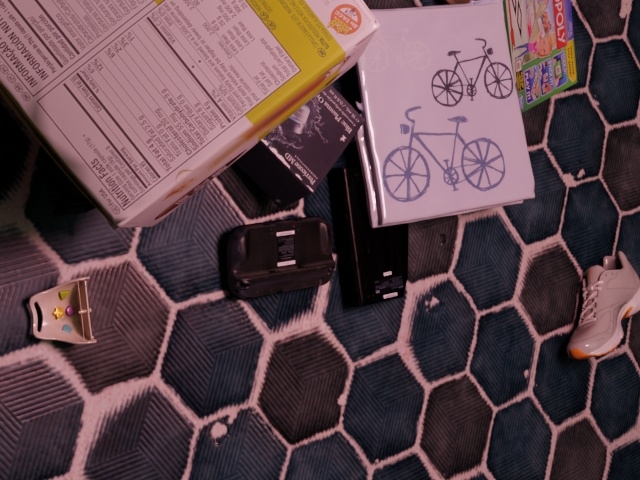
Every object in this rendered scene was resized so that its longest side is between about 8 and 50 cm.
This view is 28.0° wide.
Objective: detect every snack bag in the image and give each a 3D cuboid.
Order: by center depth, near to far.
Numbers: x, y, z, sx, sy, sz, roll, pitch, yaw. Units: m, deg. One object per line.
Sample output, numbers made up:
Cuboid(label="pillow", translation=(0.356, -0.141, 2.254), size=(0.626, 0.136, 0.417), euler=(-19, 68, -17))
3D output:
Cuboid(label="snack bag", translation=(0.183, -0.206, 2.000), size=(0.323, 0.037, 0.342), euler=(-11, 92, -32))

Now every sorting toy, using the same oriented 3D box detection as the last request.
Cuboid(label="sorting toy", translation=(-0.323, 0.090, 1.588), size=(0.075, 0.045, 0.083), euler=(-7, 93, -36))

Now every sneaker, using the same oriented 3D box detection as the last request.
Cuboid(label="sneaker", translation=(0.502, 0.117, 2.338), size=(0.262, 0.099, 0.121), euler=(-43, 109, -44))

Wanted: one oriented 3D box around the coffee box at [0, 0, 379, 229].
Cuboid(label="coffee box", translation=(-0.179, -0.238, 1.395), size=(0.334, 0.337, 0.338), euler=(-39, 92, -1))

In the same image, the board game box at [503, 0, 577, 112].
Cuboid(label="board game box", translation=(0.360, -0.397, 2.208), size=(0.213, 0.046, 0.317), euler=(-29, 118, -43))

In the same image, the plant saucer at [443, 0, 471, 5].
Cuboid(label="plant saucer", translation=(0.243, -0.508, 2.154), size=(0.278, 0.041, 0.277), euler=(4, 84, -43))

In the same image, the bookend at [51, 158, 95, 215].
Cuboid(label="bookend", translation=(-0.277, -0.129, 1.619), size=(0.157, 0.072, 0.156), euler=(-26, 104, -40))

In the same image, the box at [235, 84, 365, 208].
Cuboid(label="box", translation=(-0.047, -0.159, 1.803), size=(0.156, 0.093, 0.158), euler=(45, 58, -17))

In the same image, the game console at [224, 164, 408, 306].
Cuboid(label="game console", translation=(0.000, 0.000, 1.896), size=(0.361, 0.044, 0.213), euler=(-8, 92, -44))
